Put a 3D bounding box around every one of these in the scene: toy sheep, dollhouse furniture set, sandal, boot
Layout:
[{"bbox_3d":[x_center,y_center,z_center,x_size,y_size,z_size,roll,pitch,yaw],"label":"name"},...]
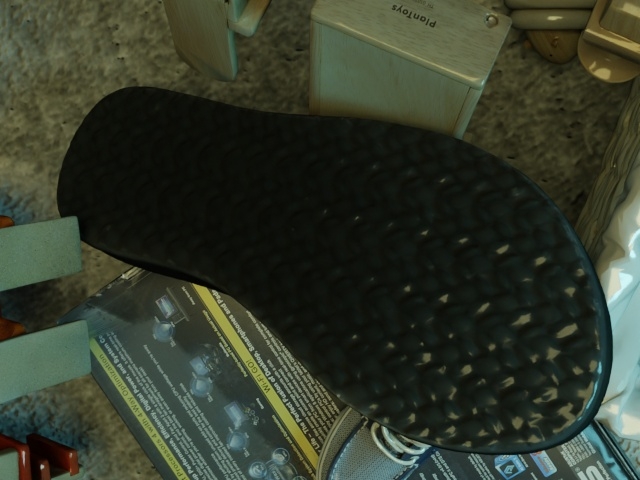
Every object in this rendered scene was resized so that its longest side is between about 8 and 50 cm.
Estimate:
[{"bbox_3d":[0.176,-0.196,0.696,0.091,0.091,0.132,-1,100,8],"label":"toy sheep"},{"bbox_3d":[-0.275,0.080,0.749,0.262,0.135,0.259,7,104,41],"label":"dollhouse furniture set"},{"bbox_3d":[0.000,-0.003,0.632,0.445,0.107,0.168,25,87,37],"label":"sandal"},{"bbox_3d":[0.096,-0.239,0.636,0.303,0.174,0.356,23,74,5],"label":"dollhouse furniture set"},{"bbox_3d":[0.060,0.123,0.657,0.069,0.086,0.190,37,98,1],"label":"boot"}]

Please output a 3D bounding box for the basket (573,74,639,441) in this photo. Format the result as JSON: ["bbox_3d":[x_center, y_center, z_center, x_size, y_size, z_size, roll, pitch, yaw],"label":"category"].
[{"bbox_3d":[0.344,-0.019,0.604,0.331,0.266,0.329,20,100,4],"label":"basket"}]

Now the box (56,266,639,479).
[{"bbox_3d":[0.031,0.136,0.757,0.318,0.097,0.395,-34,92,9],"label":"box"}]
